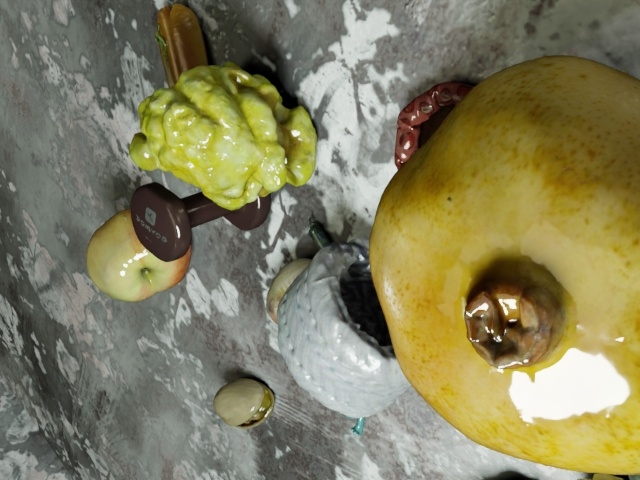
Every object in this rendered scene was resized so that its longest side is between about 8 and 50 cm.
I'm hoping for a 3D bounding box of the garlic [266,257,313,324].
[{"bbox_3d":[-0.023,0.091,1.254,0.129,0.090,0.198,37,129,7],"label":"garlic"}]

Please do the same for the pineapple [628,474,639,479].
[{"bbox_3d":[0.378,0.230,0.880,0.111,0.119,0.237,-45,76,3],"label":"pineapple"}]

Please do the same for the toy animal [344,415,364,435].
[{"bbox_3d":[0.046,0.239,1.234,0.100,0.103,0.208,17,126,51],"label":"toy animal"}]

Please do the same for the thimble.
[{"bbox_3d":[0.056,0.130,1.079,0.157,0.217,0.245,-49,62,40],"label":"thimble"}]

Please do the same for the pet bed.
[{"bbox_3d":[0.180,-0.113,0.936,0.201,0.053,0.201,18,118,38],"label":"pet bed"}]

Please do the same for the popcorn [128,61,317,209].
[{"bbox_3d":[-0.155,-0.163,1.111,0.242,0.250,0.234,4,106,44],"label":"popcorn"}]

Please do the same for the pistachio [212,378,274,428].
[{"bbox_3d":[-0.163,0.350,1.524,0.149,0.113,0.113,-12,102,34],"label":"pistachio"}]

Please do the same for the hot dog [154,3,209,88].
[{"bbox_3d":[-0.241,-0.294,1.271,0.100,0.068,0.249,6,114,46],"label":"hot dog"}]

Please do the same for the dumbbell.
[{"bbox_3d":[-0.207,-0.057,1.241,0.140,0.225,0.124,33,129,29],"label":"dumbbell"}]

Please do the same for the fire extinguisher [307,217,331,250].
[{"bbox_3d":[0.000,0.000,1.210,0.083,0.025,0.038,59,163,4],"label":"fire extinguisher"}]

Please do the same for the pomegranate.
[{"bbox_3d":[0.243,0.023,0.688,0.417,0.417,0.416,24,127,37],"label":"pomegranate"}]

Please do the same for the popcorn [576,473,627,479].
[{"bbox_3d":[0.382,0.389,0.918,0.149,0.167,0.152,28,122,-14],"label":"popcorn"}]

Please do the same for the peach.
[{"bbox_3d":[-0.388,0.015,1.493,0.233,0.233,0.232,24,127,37],"label":"peach"}]
